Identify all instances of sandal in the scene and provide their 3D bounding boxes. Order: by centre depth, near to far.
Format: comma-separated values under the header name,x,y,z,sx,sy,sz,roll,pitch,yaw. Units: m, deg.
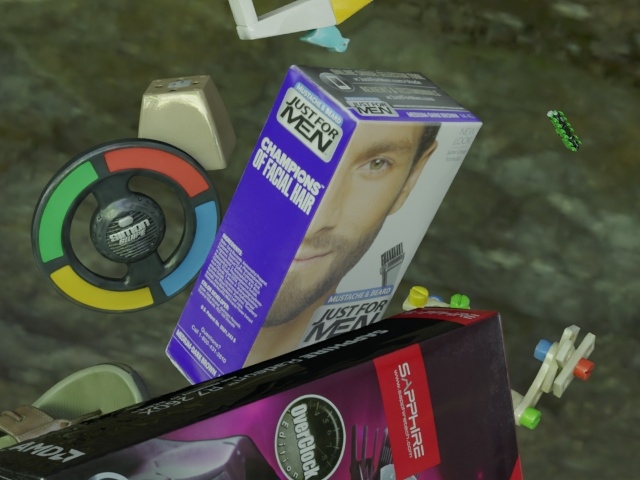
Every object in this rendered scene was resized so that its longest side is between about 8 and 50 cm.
name,x,y,z,sx,sy,sz,roll,pitch,yaw
sandal,-0.295,0.218,1.361,0.303,0.120,0.086,-25,173,16

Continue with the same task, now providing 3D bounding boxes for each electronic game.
name,x,y,z,sx,sy,sz,roll,pitch,yaw
electronic game,-0.228,-0.014,1.629,0.229,0.229,0.048,17,-160,-29

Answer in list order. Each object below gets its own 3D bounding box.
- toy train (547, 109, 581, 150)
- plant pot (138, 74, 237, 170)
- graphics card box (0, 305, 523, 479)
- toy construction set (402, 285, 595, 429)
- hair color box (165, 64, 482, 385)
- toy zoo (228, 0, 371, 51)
name,x,y,z,sx,sy,sz,roll,pitch,yaw
toy train,0.335,-0.152,1.893,0.023,0.017,0.083,29,166,46
plant pot,-0.168,-0.145,1.679,0.109,0.096,0.109,-5,-159,7
graphics card box,-0.019,0.195,0.874,0.371,0.233,0.094,-14,-170,-38
toy construction set,0.239,0.184,2.040,0.327,0.151,0.215,14,-145,35
hair color box,0.000,0.000,1.346,0.185,0.339,0.110,-5,-143,-46
toy zoo,-0.024,-0.326,1.362,0.192,0.293,0.030,-27,-160,-23
